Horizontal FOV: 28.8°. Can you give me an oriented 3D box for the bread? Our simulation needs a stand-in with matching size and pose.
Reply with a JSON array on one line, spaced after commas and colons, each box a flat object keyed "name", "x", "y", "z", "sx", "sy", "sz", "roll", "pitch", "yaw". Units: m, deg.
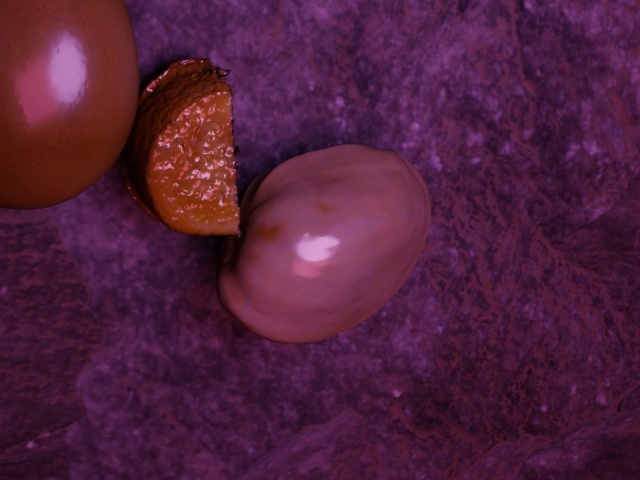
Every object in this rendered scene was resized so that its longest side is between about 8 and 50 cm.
[{"name": "bread", "x": -0.172, "y": -0.105, "z": 1.551, "sx": 0.140, "sy": 0.143, "sz": 0.229, "roll": -14, "pitch": 118, "yaw": -23}]

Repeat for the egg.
[{"name": "egg", "x": -0.322, "y": -0.192, "z": 1.358, "sx": 0.250, "sy": 0.250, "sz": 0.322, "roll": -3, "pitch": 110, "yaw": -28}]

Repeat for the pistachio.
[{"name": "pistachio", "x": 0.000, "y": 0.000, "z": 1.660, "sx": 0.321, "sy": 0.229, "sz": 0.238, "roll": -36, "pitch": 103, "yaw": -22}]
